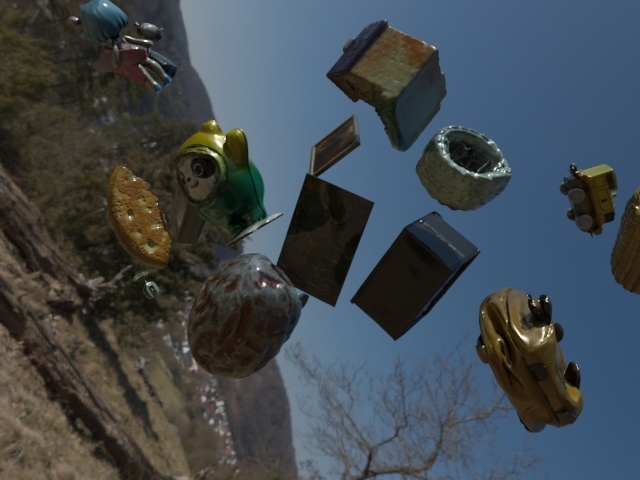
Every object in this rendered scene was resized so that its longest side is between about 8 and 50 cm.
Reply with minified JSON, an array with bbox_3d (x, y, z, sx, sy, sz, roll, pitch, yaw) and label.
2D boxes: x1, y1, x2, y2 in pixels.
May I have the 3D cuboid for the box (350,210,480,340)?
[{"bbox_3d":[0.309,0.116,1.654,0.204,0.251,0.345,43,-56,18],"label":"box"}]

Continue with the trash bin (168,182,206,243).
[{"bbox_3d":[-0.455,-0.123,1.777,0.236,0.101,0.176,-59,-135,36],"label":"trash bin"}]

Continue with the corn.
[{"bbox_3d":[0.614,0.001,0.929,0.344,0.131,0.131,44,20,-57],"label":"corn"}]

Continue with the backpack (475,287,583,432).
[{"bbox_3d":[0.529,0.277,1.298,0.353,0.201,0.378,57,22,-22],"label":"backpack"}]

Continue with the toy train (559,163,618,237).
[{"bbox_3d":[0.715,-0.111,1.331,0.089,0.127,0.219,-70,138,-67],"label":"toy train"}]

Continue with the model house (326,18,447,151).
[{"bbox_3d":[0.182,-0.456,1.461,0.280,0.245,0.312,36,-2,23],"label":"model house"}]

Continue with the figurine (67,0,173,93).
[{"bbox_3d":[-0.466,-0.491,1.248,0.260,0.205,0.103,46,-22,-13],"label":"figurine"}]

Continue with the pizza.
[{"bbox_3d":[-0.418,-0.046,1.151,0.058,0.127,0.246,-4,-60,50],"label":"pizza"}]

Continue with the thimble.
[{"bbox_3d":[0.401,-0.196,1.431,0.250,0.205,0.172,31,-34,5],"label":"thimble"}]

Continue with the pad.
[{"bbox_3d":[0.000,0.000,1.610,0.248,0.007,0.367,25,-75,20],"label":"pad"}]

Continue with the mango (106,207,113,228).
[{"bbox_3d":[-0.550,-0.094,1.412,0.163,0.089,0.117,112,-4,-46],"label":"mango"}]

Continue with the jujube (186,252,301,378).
[{"bbox_3d":[-0.182,0.175,1.193,0.246,0.215,0.308,34,-69,27],"label":"jujube"}]

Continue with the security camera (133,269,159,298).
[{"bbox_3d":[-0.572,0.148,1.678,0.092,0.058,0.058,57,-5,-26],"label":"security camera"}]

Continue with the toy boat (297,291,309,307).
[{"bbox_3d":[-0.095,0.244,1.994,0.066,0.140,0.059,-8,-71,31],"label":"toy boat"}]

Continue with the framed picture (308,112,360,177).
[{"bbox_3d":[0.047,-0.327,1.753,0.020,0.211,0.289,45,23,-23],"label":"framed picture"}]

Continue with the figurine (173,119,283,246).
[{"bbox_3d":[-0.281,-0.168,1.485,0.324,0.231,0.340,-25,-82,39],"label":"figurine"}]

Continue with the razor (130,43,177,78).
[{"bbox_3d":[-0.513,-0.549,1.545,0.054,0.148,0.090,-63,170,15],"label":"razor"}]
